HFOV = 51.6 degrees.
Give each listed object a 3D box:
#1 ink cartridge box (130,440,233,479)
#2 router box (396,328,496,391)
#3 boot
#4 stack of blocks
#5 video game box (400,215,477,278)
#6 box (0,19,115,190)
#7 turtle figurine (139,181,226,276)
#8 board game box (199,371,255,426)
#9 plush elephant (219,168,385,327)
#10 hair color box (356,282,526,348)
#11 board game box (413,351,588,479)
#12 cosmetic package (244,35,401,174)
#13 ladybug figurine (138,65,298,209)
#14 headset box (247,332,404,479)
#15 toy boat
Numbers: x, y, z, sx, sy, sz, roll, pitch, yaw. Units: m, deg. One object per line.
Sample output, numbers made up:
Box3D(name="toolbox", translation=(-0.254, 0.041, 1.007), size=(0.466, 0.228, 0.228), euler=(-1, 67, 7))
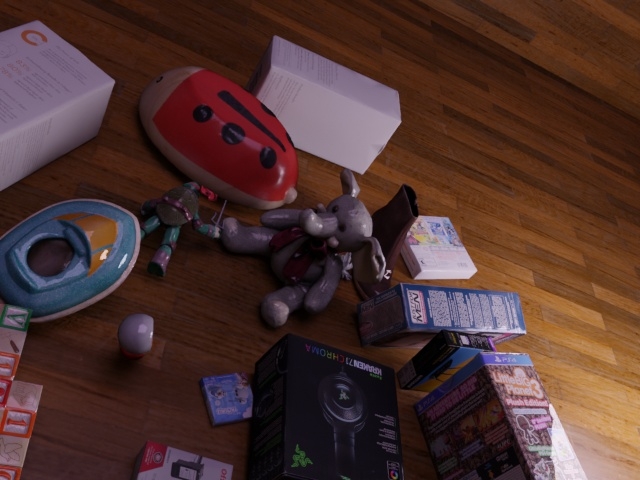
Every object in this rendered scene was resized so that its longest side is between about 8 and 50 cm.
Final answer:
Box3D(name="ink cartridge box", translation=(-0.221, 0.393, 1.040), size=(0.150, 0.063, 0.109), euler=(22, 43, -17))
Box3D(name="router box", translation=(0.268, 0.261, 1.418), size=(0.133, 0.179, 0.046), euler=(11, 45, -27))
Box3D(name="boot", translation=(0.159, 0.009, 1.554), size=(0.090, 0.207, 0.248), euler=(18, 44, -20))
Box3D(name="stack of blocks", translation=(-0.506, 0.235, 0.969), size=(0.171, 0.087, 0.297), euler=(17, 45, -22))
Box3D(name="video game box", translation=(0.296, 0.017, 1.766), size=(0.205, 0.048, 0.187), euler=(2, 53, -34))
Box3D(name="box", translation=(-0.612, -0.260, 1.293), size=(0.215, 0.168, 0.345), euler=(38, 41, 2))
Box3D(name="turtle figurine", translation=(-0.300, -0.046, 1.350), size=(0.175, 0.118, 0.234), euler=(24, 53, 14))
Box3D(name="board game box", translation=(-0.166, 0.288, 1.209), size=(0.090, 0.020, 0.090), euler=(-1, 54, -36))
Box3D(name="plush elephant", translation=(0.000, 0.000, 1.413), size=(0.330, 0.255, 0.272), euler=(-3, 55, -37))
Box3D(name="hair color box", translation=(0.274, 0.178, 1.494), size=(0.347, 0.174, 0.105), euler=(7, 65, -30))
Box3D(name="board game box", translation=(0.345, 0.403, 1.301), size=(0.141, 0.232, 0.291), euler=(7, 49, -31))
Box3D(name="cosmetic package", translation=(0.001, -0.356, 1.781), size=(0.385, 0.217, 0.156), euler=(20, 44, -21))
Box3D(name="ladybug figurine", translation=(-0.221, -0.256, 1.568), size=(0.449, 0.162, 0.305), euler=(39, 40, 1))
Box3D(name="headset box", translation=(0.010, 0.346, 1.183), size=(0.246, 0.131, 0.283), euler=(23, 43, -23))
Box3D(name="toy boat", translation=(-0.389, 0.069, 1.129), size=(0.267, 0.148, 0.318), euler=(-38, 85, -27))
